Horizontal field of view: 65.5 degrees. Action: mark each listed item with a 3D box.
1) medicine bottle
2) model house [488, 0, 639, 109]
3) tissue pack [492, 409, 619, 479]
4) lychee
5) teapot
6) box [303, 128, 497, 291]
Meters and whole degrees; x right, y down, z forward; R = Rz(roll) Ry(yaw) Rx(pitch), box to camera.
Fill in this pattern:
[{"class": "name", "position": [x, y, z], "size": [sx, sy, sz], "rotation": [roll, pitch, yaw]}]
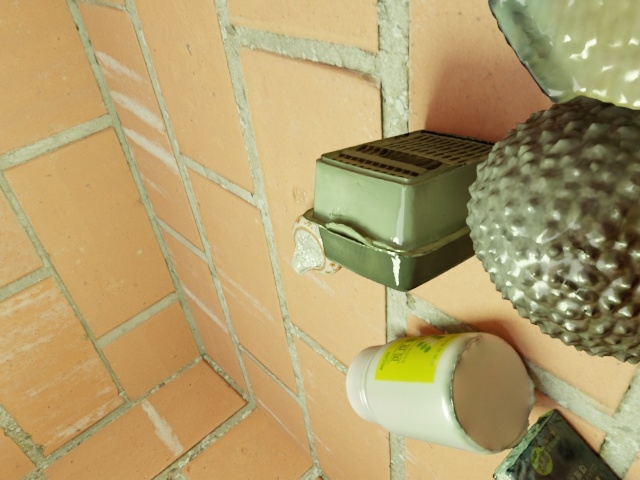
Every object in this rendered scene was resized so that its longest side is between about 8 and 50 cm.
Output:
[{"class": "medicine bottle", "position": [0.223, 0.305, 1.029], "size": [0.214, 0.213, 0.378], "rotation": [59, 150, -3]}, {"class": "model house", "position": [0.274, -0.247, 0.349], "size": [0.284, 0.243, 0.299], "rotation": [32, 136, 43]}, {"class": "tissue pack", "position": [0.443, 0.453, 0.883], "size": [0.235, 0.173, 0.073], "rotation": [50, 151, 14]}, {"class": "lychee", "position": [0.303, -0.023, 0.526], "size": [0.300, 0.300, 0.300], "rotation": [37, 145, 32]}, {"class": "teapot", "position": [0.000, 0.000, 1.181], "size": [0.159, 0.116, 0.246], "rotation": [58, 156, 25]}, {"class": "box", "position": [0.138, -0.056, 0.739], "size": [0.220, 0.290, 0.166], "rotation": [23, 124, 44]}]
